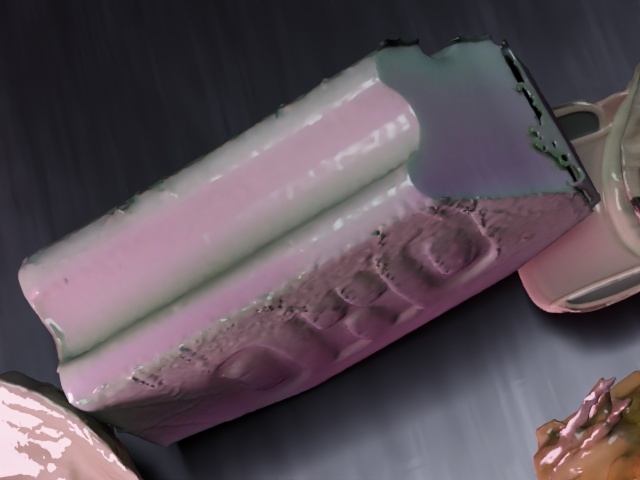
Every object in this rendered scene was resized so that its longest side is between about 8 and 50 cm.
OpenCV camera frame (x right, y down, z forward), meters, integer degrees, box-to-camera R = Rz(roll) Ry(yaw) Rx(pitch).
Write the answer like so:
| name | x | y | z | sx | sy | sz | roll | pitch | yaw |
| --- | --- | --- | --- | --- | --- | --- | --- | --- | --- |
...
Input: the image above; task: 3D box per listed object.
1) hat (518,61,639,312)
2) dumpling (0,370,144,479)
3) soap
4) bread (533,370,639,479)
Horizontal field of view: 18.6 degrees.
| name | x | y | z | sx | sy | sz | roll | pitch | yaw |
| --- | --- | --- | --- | --- | --- | --- | --- | --- | --- |
| hat | 0.284 | -0.025 | 1.731 | 0.226 | 0.164 | 0.219 | -32 | 62 | 41 |
| dumpling | -0.253 | 0.178 | 1.670 | 0.243 | 0.227 | 0.175 | -19 | 40 | 13 |
| soap | 0.000 | 0.000 | 1.663 | 0.446 | 0.261 | 0.156 | -31 | 66 | 9 |
| bread | 0.322 | 0.263 | 1.499 | 0.183 | 0.236 | 0.388 | -36 | 54 | 12 |
